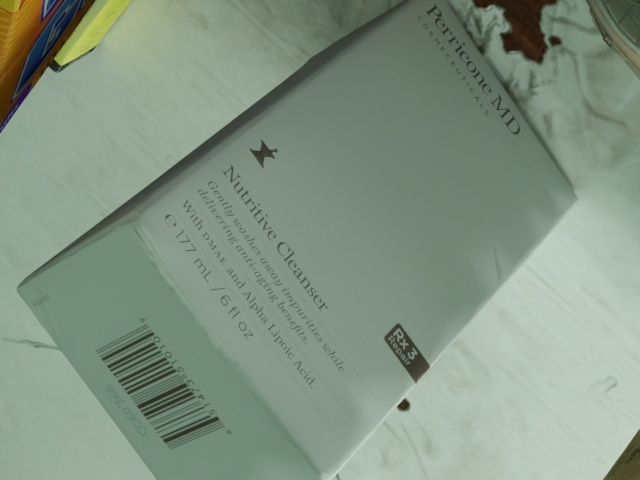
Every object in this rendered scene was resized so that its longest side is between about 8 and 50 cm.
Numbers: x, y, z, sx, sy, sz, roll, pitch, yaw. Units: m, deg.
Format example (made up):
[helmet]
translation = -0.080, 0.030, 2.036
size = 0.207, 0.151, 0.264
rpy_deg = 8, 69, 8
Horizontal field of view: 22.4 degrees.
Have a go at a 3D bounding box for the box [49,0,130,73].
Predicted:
[box]
translation = -0.188, -0.243, 1.366
size = 0.087, 0.058, 0.232
rpy_deg = 47, 136, 1

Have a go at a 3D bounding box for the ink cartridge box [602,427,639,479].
[ink cartridge box]
translation = 0.314, 0.188, 1.148
size = 0.193, 0.235, 0.088
rpy_deg = 49, 136, -1

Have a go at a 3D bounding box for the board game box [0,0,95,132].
[board game box]
translation = -0.261, -0.327, 1.032
size = 0.357, 0.356, 0.356
rpy_deg = 33, 156, -5

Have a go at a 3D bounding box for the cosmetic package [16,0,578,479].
[cosmetic package]
translation = 0.000, 0.000, 1.157
size = 0.156, 0.385, 0.217
rpy_deg = -27, 102, 46

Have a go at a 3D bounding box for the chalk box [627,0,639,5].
[chalk box]
translation = 0.200, -0.240, 1.023
size = 0.213, 0.132, 0.132
rpy_deg = 25, 130, 21

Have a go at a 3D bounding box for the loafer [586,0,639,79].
[loafer]
translation = 0.219, -0.139, 1.139
size = 0.125, 0.045, 0.039
rpy_deg = 48, 142, -4
